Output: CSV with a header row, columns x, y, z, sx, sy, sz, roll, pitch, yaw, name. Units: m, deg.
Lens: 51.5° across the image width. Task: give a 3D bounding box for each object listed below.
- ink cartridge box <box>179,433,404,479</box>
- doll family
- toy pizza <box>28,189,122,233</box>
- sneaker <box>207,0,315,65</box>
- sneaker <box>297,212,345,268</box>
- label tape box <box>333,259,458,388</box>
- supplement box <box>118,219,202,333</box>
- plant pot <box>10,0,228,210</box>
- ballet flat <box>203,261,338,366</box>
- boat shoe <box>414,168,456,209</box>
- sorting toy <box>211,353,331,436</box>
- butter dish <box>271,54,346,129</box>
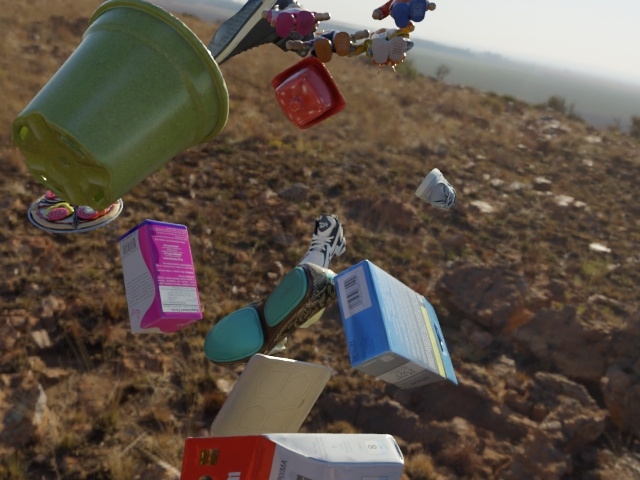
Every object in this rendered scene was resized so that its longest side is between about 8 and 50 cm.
x,y,z,sx,sy,sz,roll,pitch,yaw,name
-0.066,0.500,1.212,0.384,0.308,0.091,4,24,-17,ink cartridge box
0.045,-0.307,1.011,0.262,0.118,0.163,-4,23,2,doll family
-0.547,-0.079,1.482,0.201,0.032,0.201,3,33,-2,toy pizza
-0.116,-0.411,1.373,0.163,0.226,0.086,29,34,-42,sneaker
0.000,0.000,2.008,0.094,0.153,0.235,14,31,33,sneaker
0.191,0.229,1.653,0.347,0.115,0.249,34,35,-46,label tape box
-0.347,0.081,1.429,0.111,0.220,0.114,-26,-23,35,supplement box
-0.327,-0.192,1.043,0.276,0.276,0.254,18,52,20,plant pot
-0.114,0.220,1.789,0.182,0.483,0.164,15,48,-41,ballet flat
0.294,-0.117,1.617,0.081,0.079,0.227,40,11,16,boat shoe
-0.099,0.318,1.337,0.208,0.193,0.038,22,13,-42,sorting toy
-0.046,-0.356,1.664,0.159,0.160,0.118,-22,20,33,butter dish
